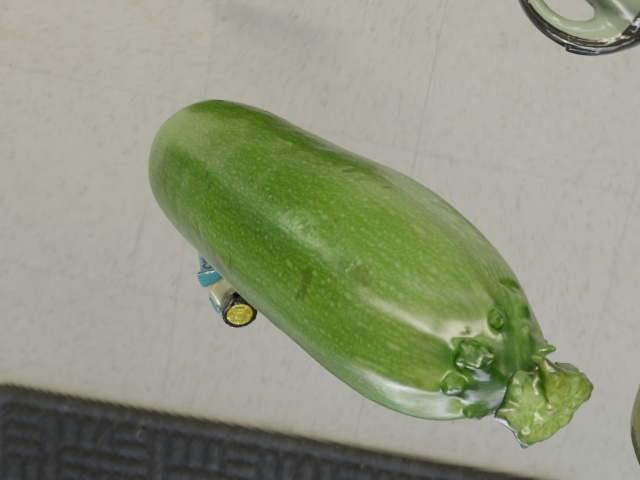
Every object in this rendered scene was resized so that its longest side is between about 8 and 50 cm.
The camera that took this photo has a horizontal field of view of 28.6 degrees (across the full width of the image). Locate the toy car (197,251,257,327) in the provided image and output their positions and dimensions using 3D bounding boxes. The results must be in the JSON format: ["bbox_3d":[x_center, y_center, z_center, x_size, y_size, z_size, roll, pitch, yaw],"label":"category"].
[{"bbox_3d":[-0.081,0.027,1.616,0.162,0.126,0.098,-23,128,8],"label":"toy car"}]

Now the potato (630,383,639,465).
[{"bbox_3d":[0.411,0.224,1.332,0.186,0.253,0.148,39,109,-23],"label":"potato"}]

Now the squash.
[{"bbox_3d":[0.000,0.000,0.630,0.101,0.379,0.101,-12,116,-25],"label":"squash"}]

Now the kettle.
[{"bbox_3d":[0.317,-0.329,1.419,0.221,0.161,0.236,-38,77,5],"label":"kettle"}]
